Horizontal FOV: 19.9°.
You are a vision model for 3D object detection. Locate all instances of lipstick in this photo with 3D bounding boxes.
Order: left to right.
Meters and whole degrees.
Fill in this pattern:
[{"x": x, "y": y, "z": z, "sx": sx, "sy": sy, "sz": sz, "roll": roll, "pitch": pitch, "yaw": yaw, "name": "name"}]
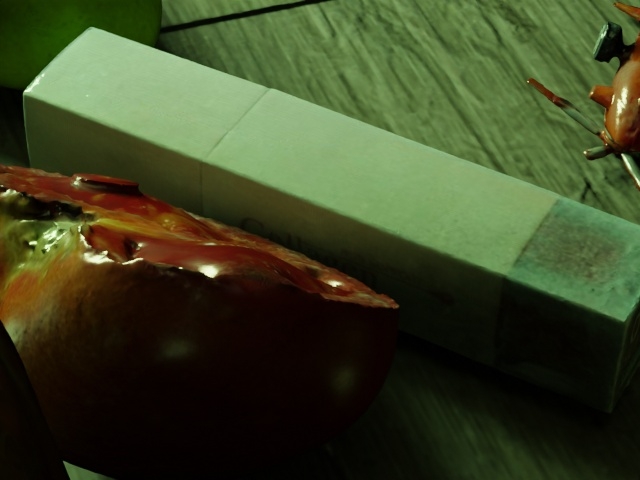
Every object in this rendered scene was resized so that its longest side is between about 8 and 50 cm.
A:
[{"x": 0.008, "y": -0.018, "z": 1.023, "sx": 0.372, "sy": 0.076, "sz": 0.080, "roll": 21, "pitch": 48, "yaw": 19, "name": "lipstick"}]

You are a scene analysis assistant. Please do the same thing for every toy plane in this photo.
[{"x": 0.211, "y": -0.106, "z": 1.149, "sx": 0.126, "sy": 0.077, "sz": 0.194, "roll": 33, "pitch": 42, "yaw": 16, "name": "toy plane"}]

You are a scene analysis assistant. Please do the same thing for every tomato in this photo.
[{"x": -0.080, "y": 0.053, "z": 0.908, "sx": 0.200, "sy": 0.139, "sz": 0.233, "roll": 12, "pitch": 10, "yaw": -39, "name": "tomato"}]

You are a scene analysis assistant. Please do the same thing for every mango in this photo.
[{"x": -0.226, "y": -0.197, "z": 1.168, "sx": 0.185, "sy": 0.149, "sz": 0.273, "roll": -20, "pitch": 53, "yaw": -23, "name": "mango"}]

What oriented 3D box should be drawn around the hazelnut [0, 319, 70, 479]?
[{"x": -0.240, "y": 0.149, "z": 0.611, "sx": 0.402, "sy": 0.429, "sz": 0.402, "roll": -2, "pitch": 50, "yaw": 2, "name": "hazelnut"}]
